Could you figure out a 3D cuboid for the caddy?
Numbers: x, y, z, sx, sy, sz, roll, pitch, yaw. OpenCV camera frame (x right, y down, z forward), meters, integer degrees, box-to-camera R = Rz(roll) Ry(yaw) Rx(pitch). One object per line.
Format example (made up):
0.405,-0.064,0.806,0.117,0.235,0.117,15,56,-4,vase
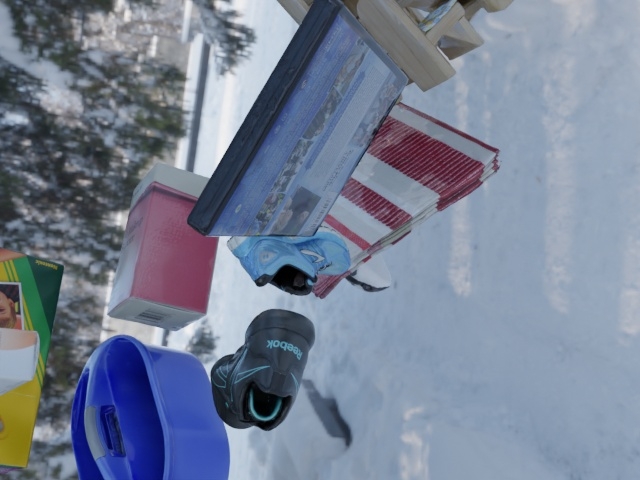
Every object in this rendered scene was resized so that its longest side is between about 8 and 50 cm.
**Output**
-0.297,0.316,1.237,0.241,0.179,0.341,-46,49,24,caddy

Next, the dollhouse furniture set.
0.115,-0.397,1.124,0.362,0.256,0.394,-49,14,-18,dollhouse furniture set

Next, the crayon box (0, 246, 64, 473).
-0.573,0.142,1.073,0.106,0.363,0.313,-28,52,45,crayon box

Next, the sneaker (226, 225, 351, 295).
-0.025,0.028,0.779,0.063,0.162,0.073,-39,63,31,sneaker

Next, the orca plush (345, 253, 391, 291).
0.000,0.000,1.313,0.102,0.287,0.151,-29,43,28,orca plush

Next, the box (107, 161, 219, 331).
-0.250,0.015,1.253,0.149,0.127,0.232,-31,48,55,box

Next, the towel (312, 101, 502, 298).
0.056,-0.071,1.062,0.237,0.329,0.037,38,155,44,towel

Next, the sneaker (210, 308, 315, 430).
-0.086,0.186,0.949,0.267,0.101,0.106,118,165,-51,sneaker

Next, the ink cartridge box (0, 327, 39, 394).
-0.335,0.095,0.605,0.145,0.179,0.045,-27,56,48,ink cartridge box

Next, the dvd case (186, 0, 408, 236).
-0.004,-0.082,0.623,0.180,0.022,0.253,-59,-14,9,dvd case
